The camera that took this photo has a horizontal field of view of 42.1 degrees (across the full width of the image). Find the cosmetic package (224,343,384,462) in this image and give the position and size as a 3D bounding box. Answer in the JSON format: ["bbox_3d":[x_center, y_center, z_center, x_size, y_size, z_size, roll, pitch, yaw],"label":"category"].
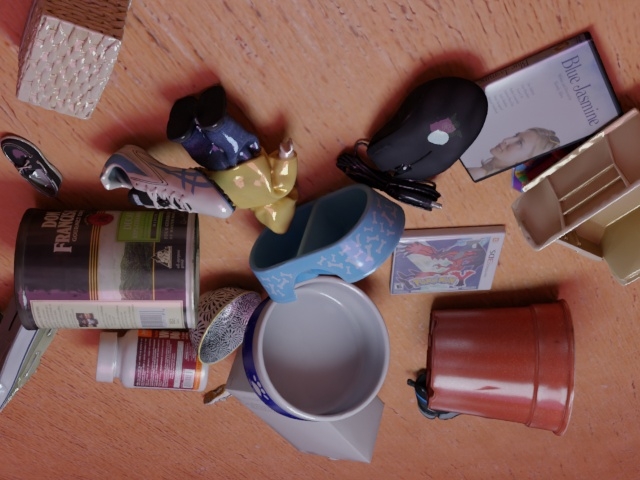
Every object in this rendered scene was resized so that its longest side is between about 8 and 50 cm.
[{"bbox_3d":[-0.023,0.338,1.787,0.196,0.155,0.365,1,149,28],"label":"cosmetic package"}]

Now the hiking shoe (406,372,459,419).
[{"bbox_3d":[0.360,0.341,1.895,0.304,0.113,0.132,-14,142,13],"label":"hiking shoe"}]

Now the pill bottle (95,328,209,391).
[{"bbox_3d":[-0.342,0.244,1.703,0.221,0.121,0.121,6,142,-12],"label":"pill bottle"}]

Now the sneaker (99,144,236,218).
[{"bbox_3d":[-0.228,-0.074,1.239,0.237,0.086,0.085,21,156,28],"label":"sneaker"}]

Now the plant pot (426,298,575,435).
[{"bbox_3d":[0.349,0.245,1.672,0.265,0.272,0.272,3,143,5],"label":"plant pot"}]

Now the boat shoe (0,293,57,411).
[{"bbox_3d":[-0.564,0.219,1.547,0.109,0.302,0.094,24,175,42],"label":"boat shoe"}]

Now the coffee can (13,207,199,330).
[{"bbox_3d":[-0.343,0.048,1.382,0.275,0.202,0.202,0,143,-6],"label":"coffee can"}]

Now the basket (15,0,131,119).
[{"bbox_3d":[-0.322,-0.252,1.070,0.113,0.103,0.167,15,138,-24],"label":"basket"}]

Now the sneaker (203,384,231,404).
[{"bbox_3d":[-0.239,0.369,1.948,0.083,0.032,0.037,-29,136,30],"label":"sneaker"}]

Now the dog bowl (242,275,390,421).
[{"bbox_3d":[-0.009,0.204,1.551,0.264,0.265,0.104,13,164,-20],"label":"dog bowl"}]

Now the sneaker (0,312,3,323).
[{"bbox_3d":[-0.718,0.188,1.593,0.295,0.124,0.178,14,145,-33],"label":"sneaker"}]

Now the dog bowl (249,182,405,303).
[{"bbox_3d":[0.000,0.000,1.369,0.297,0.166,0.074,-20,129,38],"label":"dog bowl"}]

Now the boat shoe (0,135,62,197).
[{"bbox_3d":[-0.451,-0.113,1.295,0.046,0.038,0.125,-16,141,15],"label":"boat shoe"}]

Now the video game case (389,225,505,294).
[{"bbox_3d":[0.234,0.040,1.566,0.201,0.023,0.183,-3,143,-1],"label":"video game case"}]

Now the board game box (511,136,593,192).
[{"bbox_3d":[0.385,-0.117,1.365,0.133,0.033,0.169,-7,142,4],"label":"board game box"}]

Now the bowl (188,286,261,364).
[{"bbox_3d":[-0.199,0.147,1.601,0.080,0.170,0.170,36,149,22],"label":"bowl"}]

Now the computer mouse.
[{"bbox_3d":[0.154,-0.135,1.257,0.188,0.072,0.272,22,142,-14],"label":"computer mouse"}]

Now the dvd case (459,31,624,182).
[{"bbox_3d":[0.312,-0.192,1.257,0.253,0.022,0.180,-22,133,22],"label":"dvd case"}]

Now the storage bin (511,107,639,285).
[{"bbox_3d":[0.492,-0.054,1.342,0.262,0.123,0.260,17,137,-38],"label":"storage bin"}]

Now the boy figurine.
[{"bbox_3d":[-0.108,-0.111,1.283,0.177,0.092,0.285,-18,142,23],"label":"boy figurine"}]
